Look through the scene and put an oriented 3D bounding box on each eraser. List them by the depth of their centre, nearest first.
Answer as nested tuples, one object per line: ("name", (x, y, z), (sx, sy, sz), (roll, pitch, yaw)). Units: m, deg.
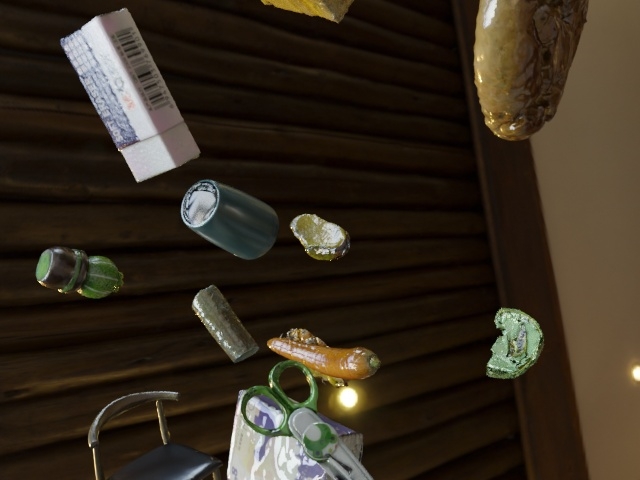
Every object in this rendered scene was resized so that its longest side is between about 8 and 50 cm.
("eraser", (-0.340, -0.256, 1.208), (0.086, 0.130, 0.287), (-42, -67, -45))

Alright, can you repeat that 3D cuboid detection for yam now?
("yam", (-0.158, 0.139, 1.097), (0.054, 0.054, 0.132), (-32, -101, -36))

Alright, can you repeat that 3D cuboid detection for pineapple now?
("pineapple", (-0.008, 0.282, 1.613), (0.221, 0.221, 0.047), (47, -115, -18))

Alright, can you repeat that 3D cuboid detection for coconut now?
("coconut", (0.383, 0.211, 1.311), (0.055, 0.133, 0.158), (47, -118, -32))

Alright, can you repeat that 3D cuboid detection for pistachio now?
("pistachio", (0.000, 0.000, 1.524), (0.089, 0.173, 0.049), (-53, -38, -12))

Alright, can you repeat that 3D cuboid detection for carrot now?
("carrot", (0.006, 0.220, 1.239), (0.066, 0.271, 0.062), (10, -97, -43))

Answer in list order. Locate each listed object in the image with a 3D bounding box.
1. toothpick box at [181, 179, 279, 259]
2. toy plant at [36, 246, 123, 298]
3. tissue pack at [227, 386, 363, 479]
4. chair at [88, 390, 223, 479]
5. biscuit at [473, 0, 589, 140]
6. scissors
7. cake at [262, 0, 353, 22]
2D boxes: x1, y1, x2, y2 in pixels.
("toothpick box", (-0.174, -0.042, 1.278), (0.184, 0.120, 0.120), (29, -118, -53))
("toy plant", (-0.476, 0.067, 1.339), (0.162, 0.093, 0.092), (18, -110, -41))
("tissue pack", (-0.071, 0.503, 1.550), (0.125, 0.344, 0.242), (6, -85, -45))
("chair", (-0.285, 0.418, 1.169), (0.188, 0.166, 0.271), (-24, -68, -45))
("biscuit", (0.140, -0.169, 0.408), (0.226, 0.042, 0.225), (-42, -41, -53))
("scissors", (-0.001, 0.238, 0.799), (0.101, 0.027, 0.204), (-41, -108, -20))
("cake", (-0.066, -0.550, 1.169), (0.227, 0.286, 0.222), (26, -89, -55))
